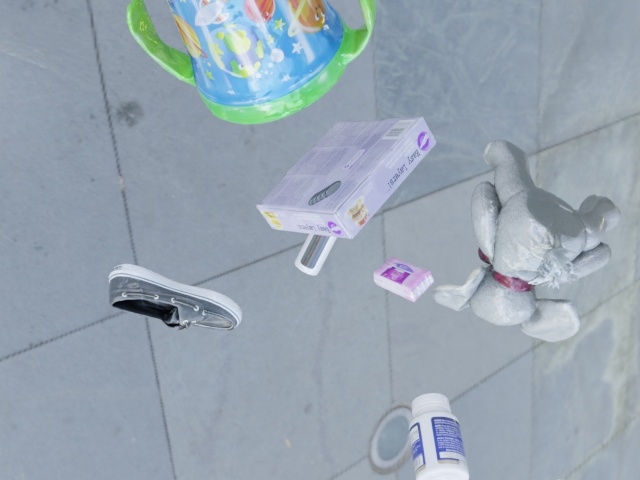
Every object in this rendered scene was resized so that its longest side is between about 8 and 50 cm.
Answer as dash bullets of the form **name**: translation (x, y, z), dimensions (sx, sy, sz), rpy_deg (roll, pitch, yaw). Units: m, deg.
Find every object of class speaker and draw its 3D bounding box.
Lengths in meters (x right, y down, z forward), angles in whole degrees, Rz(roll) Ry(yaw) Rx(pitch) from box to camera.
- **speaker**: translation (0.000, 0.000, 1.520), dimensions (0.055, 0.055, 0.136), rpy_deg (9, 116, -44)

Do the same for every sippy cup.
- **sippy cup**: translation (-0.099, -0.314, 1.006), dimensions (0.305, 0.240, 0.224), rpy_deg (-31, 138, -2)

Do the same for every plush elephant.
- **plush elephant**: translation (0.351, 0.039, 1.332), dimensions (0.255, 0.272, 0.330), rpy_deg (-60, -175, 40)

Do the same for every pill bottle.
- **pill bottle**: translation (0.248, 0.429, 1.617), dimensions (0.112, 0.112, 0.186), rpy_deg (47, 28, -40)

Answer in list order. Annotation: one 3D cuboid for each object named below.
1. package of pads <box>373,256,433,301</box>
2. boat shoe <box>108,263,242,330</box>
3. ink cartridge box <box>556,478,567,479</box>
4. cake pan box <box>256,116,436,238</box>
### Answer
- **package of pads**: translation (0.128, 0.060, 1.166), dimensions (0.050, 0.083, 0.032), rpy_deg (-39, 129, -26)
- **boat shoe**: translation (-0.142, 0.067, 0.738), dimensions (0.142, 0.049, 0.040), rpy_deg (23, 49, -28)
- **ink cartridge box**: translation (0.430, 0.430, 1.181), dimensions (0.088, 0.122, 0.052), rpy_deg (-61, 154, -61)
- **cake pan box**: translation (0.044, -0.121, 1.353), dimensions (0.267, 0.246, 0.070), rpy_deg (-49, 122, -24)
